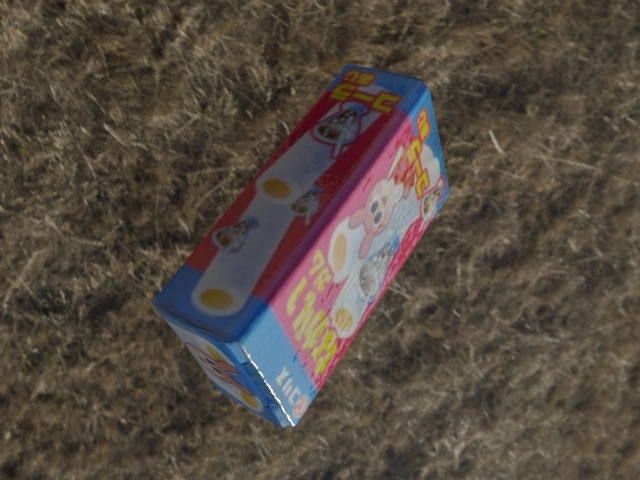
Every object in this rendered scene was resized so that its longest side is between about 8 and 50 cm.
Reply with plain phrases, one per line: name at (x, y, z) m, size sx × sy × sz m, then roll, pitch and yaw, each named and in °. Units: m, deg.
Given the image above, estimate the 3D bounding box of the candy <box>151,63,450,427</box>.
candy at (-0.001, -0.001, 0.745) m, size 0.306 × 0.100 × 0.157 m, roll -55°, pitch 147°, yaw -24°
